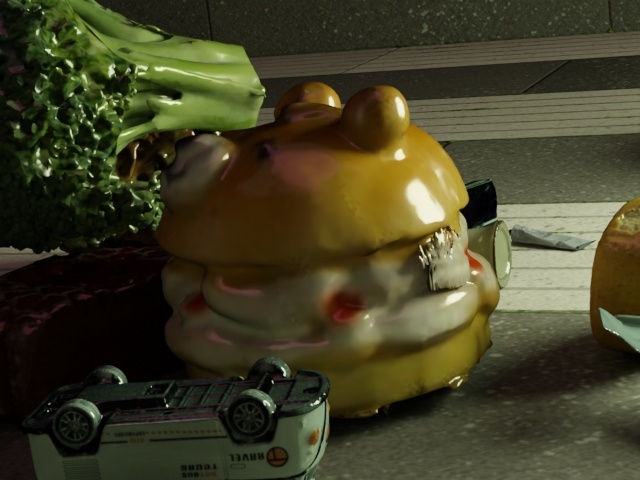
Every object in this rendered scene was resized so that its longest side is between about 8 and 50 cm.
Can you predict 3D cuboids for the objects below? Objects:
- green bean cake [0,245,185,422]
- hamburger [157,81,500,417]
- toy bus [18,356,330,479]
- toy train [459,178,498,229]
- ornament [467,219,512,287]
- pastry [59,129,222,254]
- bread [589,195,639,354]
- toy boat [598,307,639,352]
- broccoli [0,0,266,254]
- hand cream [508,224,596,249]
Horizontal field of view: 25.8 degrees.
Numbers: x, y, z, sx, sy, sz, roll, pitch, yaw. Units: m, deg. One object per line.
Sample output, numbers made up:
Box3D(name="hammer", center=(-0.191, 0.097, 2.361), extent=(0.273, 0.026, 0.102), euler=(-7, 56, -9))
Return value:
Box3D(name="green bean cake", center=(-0.198, 0.071, 1.166), extent=(0.198, 0.097, 0.232), euler=(1, 16, 29))
Box3D(name="hamburger", center=(0.000, 0.000, 1.084), extent=(0.276, 0.237, 0.276), euler=(-7, 11, 1))
Box3D(name="toy bus", center=(-0.087, 0.130, 0.894), extent=(0.194, 0.089, 0.087), euler=(-5, 13, 8))
Box3D(name="toy train", center=(0.092, -0.013, 1.456), extent=(0.048, 0.055, 0.252), euler=(7, 19, 44))
Box3D(name="ornament", center=(0.098, 0.013, 1.320), extent=(0.156, 0.081, 0.075), euler=(2, -26, 22))
Box3D(name="pastry", center=(-0.206, -0.084, 1.475), extent=(0.275, 0.275, 0.193), euler=(0, 16, 24))
Box3D(name="bread", center=(0.265, 0.023, 1.082), extent=(0.073, 0.122, 0.149), euler=(9, 30, 31))
Box3D(name="toy boat", center=(0.349, 0.064, 0.943), extent=(0.210, 0.070, 0.291), euler=(-22, 27, -40))
Box3D(name="broccoli", center=(-0.234, -0.132, 1.291), extent=(0.302, 0.249, 0.375), euler=(24, 32, -40))
Box3D(name="hand cream", center=(0.234, -0.001, 1.430), extent=(0.093, 0.019, 0.030), euler=(14, 22, 38))
